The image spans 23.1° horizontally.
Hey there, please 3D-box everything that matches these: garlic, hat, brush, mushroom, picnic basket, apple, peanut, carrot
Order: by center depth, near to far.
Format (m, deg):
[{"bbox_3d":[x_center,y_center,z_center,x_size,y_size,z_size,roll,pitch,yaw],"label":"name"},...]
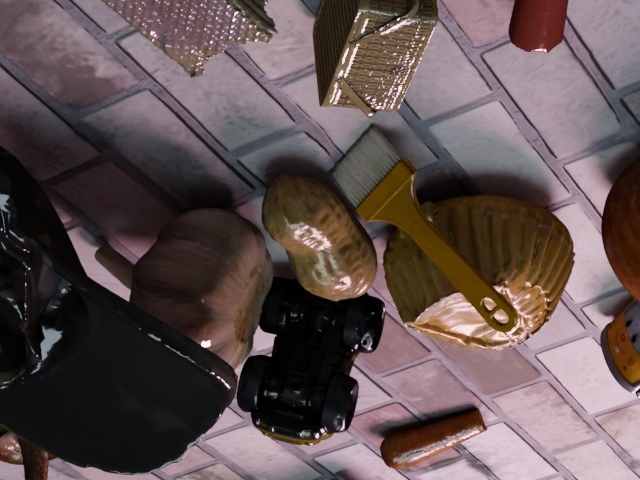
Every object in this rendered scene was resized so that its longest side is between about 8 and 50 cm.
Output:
[{"bbox_3d":[0.050,-0.209,1.502,0.080,0.115,0.164,5,144,-13],"label":"picnic basket"},{"bbox_3d":[-0.273,0.063,1.686,0.382,0.257,0.366,18,138,-18],"label":"hat"},{"bbox_3d":[0.123,-0.001,1.741,0.013,0.272,0.103,-38,174,-46],"label":"brush"},{"bbox_3d":[0.420,-0.008,1.807,0.188,0.173,0.188,-6,148,-4],"label":"apple"},{"bbox_3d":[0.000,0.000,1.807,0.095,0.108,0.226,-13,144,18],"label":"peanut"},{"bbox_3d":[-0.174,0.058,1.817,0.212,0.218,0.218,16,151,19],"label":"garlic"},{"bbox_3d":[-0.385,0.297,2.075,0.148,0.217,0.227,3,145,-15],"label":"mushroom"},{"bbox_3d":[0.166,0.292,2.313,0.161,0.055,0.055,-23,143,11],"label":"carrot"}]

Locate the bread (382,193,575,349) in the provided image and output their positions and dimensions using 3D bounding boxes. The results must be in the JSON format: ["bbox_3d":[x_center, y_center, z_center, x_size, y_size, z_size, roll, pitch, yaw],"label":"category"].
[{"bbox_3d":[0.193,0.040,1.869,0.240,0.139,0.240,-6,149,-4],"label":"bread"}]

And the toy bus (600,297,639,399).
[{"bbox_3d":[0.489,0.135,2.074,0.210,0.126,0.136,9,134,-20],"label":"toy bus"}]

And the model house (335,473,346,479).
[{"bbox_3d":[0.042,0.506,2.471,0.215,0.198,0.224,-31,140,12],"label":"model house"}]

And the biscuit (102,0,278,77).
[{"bbox_3d":[-0.148,-0.245,1.466,0.108,0.061,0.239,-23,141,25],"label":"biscuit"}]

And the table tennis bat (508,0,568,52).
[{"bbox_3d":[0.222,-0.331,1.417,0.268,0.051,0.414,-3,143,-5],"label":"table tennis bat"}]

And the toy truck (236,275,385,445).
[{"bbox_3d":[-0.009,0.159,1.929,0.147,0.224,0.165,11,149,11],"label":"toy truck"}]
